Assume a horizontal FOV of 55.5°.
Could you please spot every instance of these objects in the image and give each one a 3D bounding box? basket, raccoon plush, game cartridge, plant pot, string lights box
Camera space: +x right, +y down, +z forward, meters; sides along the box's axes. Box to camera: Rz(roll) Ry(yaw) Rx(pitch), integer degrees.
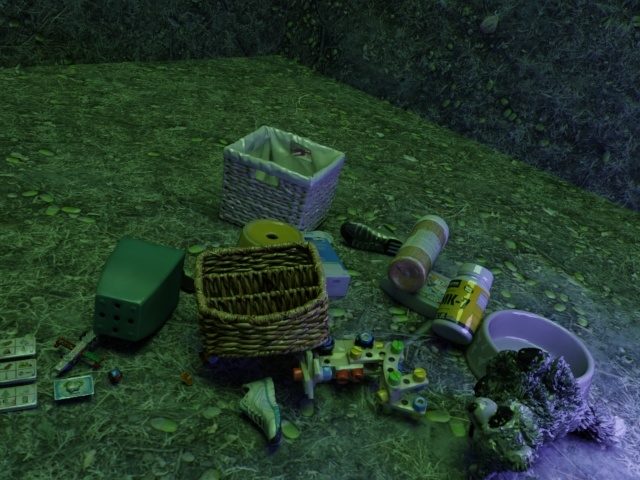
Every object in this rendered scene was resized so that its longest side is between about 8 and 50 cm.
[{"bbox_3d":[-0.134,0.131,1.394,0.299,0.223,0.213,-4,9,-9],"label":"basket"},{"bbox_3d":[0.518,0.436,1.349,0.446,0.216,0.299,21,46,-2],"label":"raccoon plush"},{"bbox_3d":[0.344,0.165,1.883,0.297,0.062,0.198,27,27,22],"label":"game cartridge"},{"bbox_3d":[-0.144,0.083,1.618,0.253,0.239,0.254,10,28,-6],"label":"plant pot"},{"bbox_3d":[-0.447,0.128,1.463,0.165,0.166,0.234,13,25,-1],"label":"plant pot"},{"bbox_3d":[-0.133,-0.195,2.086,0.328,0.267,0.331,22,30,13],"label":"basket"},{"bbox_3d":[-0.019,0.066,1.870,0.133,0.077,0.260,2,31,-22],"label":"string lights box"}]

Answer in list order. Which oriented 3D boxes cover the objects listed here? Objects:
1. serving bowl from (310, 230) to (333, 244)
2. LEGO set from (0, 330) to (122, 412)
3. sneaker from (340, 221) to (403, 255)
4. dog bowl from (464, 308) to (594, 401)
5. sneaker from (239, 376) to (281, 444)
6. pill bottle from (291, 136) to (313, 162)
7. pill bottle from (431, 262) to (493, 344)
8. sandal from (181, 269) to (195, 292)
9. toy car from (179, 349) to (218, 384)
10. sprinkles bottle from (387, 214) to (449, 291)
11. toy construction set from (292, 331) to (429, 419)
[{"bbox_3d":[0.000,0.000,2.046,0.083,0.027,0.083,11,28,-6],"label":"serving bowl"},{"bbox_3d":[-0.559,0.280,1.308,0.244,0.060,0.182,-5,43,-23],"label":"LEGO set"},{"bbox_3d":[0.173,-0.022,2.120,0.228,0.086,0.132,21,23,-8],"label":"sneaker"},{"bbox_3d":[0.577,0.317,1.664,0.348,0.102,0.349,11,28,-6],"label":"dog bowl"},{"bbox_3d":[-0.131,0.369,1.305,0.082,0.071,0.191,-2,24,-15],"label":"sneaker"},{"bbox_3d":[-0.075,-0.297,2.392,0.169,0.169,0.302,10,30,-7],"label":"pill bottle"},{"bbox_3d":[0.405,0.176,1.719,0.119,0.119,0.209,23,67,15],"label":"pill bottle"},{"bbox_3d":[-0.410,0.087,1.696,0.179,0.040,0.067,25,31,19],"label":"sandal"},{"bbox_3d":[-0.282,0.293,1.414,0.122,0.060,0.041,-43,104,-38],"label":"toy car"},{"bbox_3d":[0.314,0.033,1.922,0.121,0.121,0.355,22,29,13],"label":"sprinkles bottle"},{"bbox_3d":[0.080,0.311,1.423,0.327,0.151,0.215,10,36,-19],"label":"toy construction set"}]
